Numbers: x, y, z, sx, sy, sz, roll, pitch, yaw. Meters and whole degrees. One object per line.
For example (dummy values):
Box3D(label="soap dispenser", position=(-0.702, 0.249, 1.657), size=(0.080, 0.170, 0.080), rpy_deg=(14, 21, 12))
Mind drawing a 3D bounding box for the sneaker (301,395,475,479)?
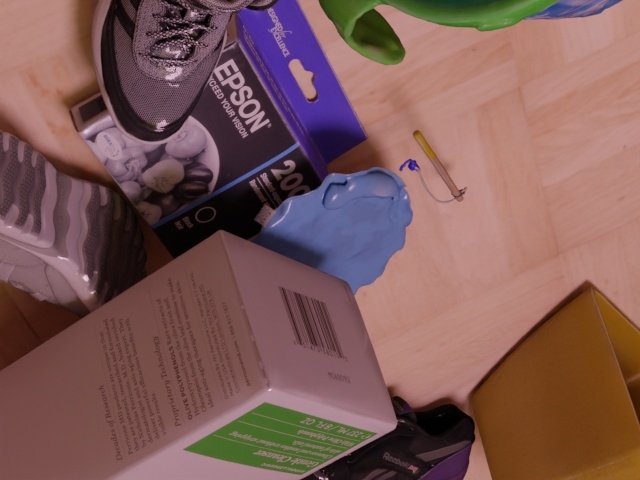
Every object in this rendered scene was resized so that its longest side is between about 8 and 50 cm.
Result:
Box3D(label="sneaker", position=(0.040, 0.219, 1.567), size=(0.283, 0.107, 0.124), rpy_deg=(3, 115, -33))

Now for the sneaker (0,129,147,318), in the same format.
Box3D(label="sneaker", position=(-0.243, -0.008, 1.219), size=(0.115, 0.105, 0.281), rpy_deg=(-5, 149, 27))

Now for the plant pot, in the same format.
Box3D(label="plant pot", position=(0.291, 0.216, 1.605), size=(0.187, 0.212, 0.212), rpy_deg=(-30, 138, 22))

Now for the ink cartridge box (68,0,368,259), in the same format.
Box3D(label="ink cartridge box", position=(-0.074, -0.089, 1.238), size=(0.208, 0.045, 0.206), rpy_deg=(-31, 137, 1))

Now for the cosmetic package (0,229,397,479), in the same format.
Box3D(label="cosmetic package", position=(-0.146, 0.158, 1.251), size=(0.365, 0.155, 0.197), rpy_deg=(-33, 149, 24))

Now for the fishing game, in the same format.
Box3D(label="fishing game", position=(0.000, 0.000, 1.311), size=(0.264, 0.041, 0.189), rpy_deg=(-40, 147, 7))

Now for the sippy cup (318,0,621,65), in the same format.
Box3D(label="sippy cup", position=(0.150, -0.256, 1.050), size=(0.305, 0.240, 0.224), rpy_deg=(-2, 178, 29))

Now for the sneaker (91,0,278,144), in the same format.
Box3D(label="sneaker", position=(-0.096, -0.171, 1.044), size=(0.101, 0.153, 0.269), rpy_deg=(8, 117, -20))
